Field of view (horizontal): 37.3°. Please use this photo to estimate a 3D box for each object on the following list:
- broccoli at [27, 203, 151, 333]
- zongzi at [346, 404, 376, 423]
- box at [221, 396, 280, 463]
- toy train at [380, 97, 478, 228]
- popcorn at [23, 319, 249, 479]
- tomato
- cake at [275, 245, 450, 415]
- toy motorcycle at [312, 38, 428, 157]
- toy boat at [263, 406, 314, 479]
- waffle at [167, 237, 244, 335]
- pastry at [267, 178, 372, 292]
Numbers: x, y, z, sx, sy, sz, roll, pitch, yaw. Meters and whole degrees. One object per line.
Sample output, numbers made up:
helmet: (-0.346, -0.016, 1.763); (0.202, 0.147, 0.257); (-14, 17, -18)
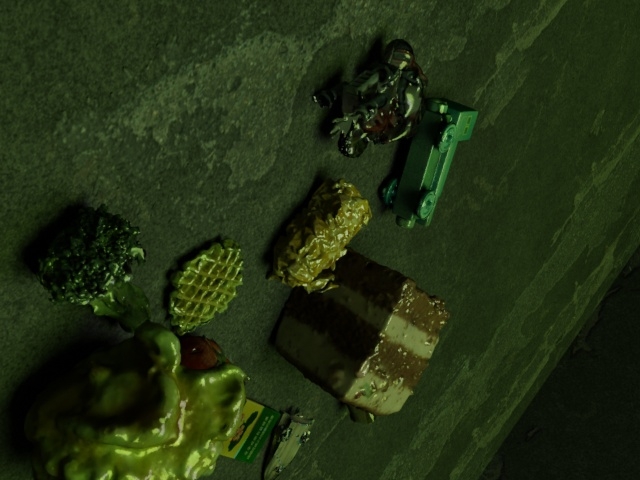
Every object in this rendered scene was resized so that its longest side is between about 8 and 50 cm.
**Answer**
broccoli: (-0.322, 0.070, 1.461); (0.165, 0.145, 0.304); (-49, 159, -15)
zongzi: (0.108, 0.339, 2.383); (0.178, 0.081, 0.189); (-63, 143, -45)
box: (-0.176, 0.395, 2.006); (0.132, 0.034, 0.235); (-59, 149, -5)
toy train: (0.245, -0.175, 2.127); (0.194, 0.120, 0.298); (-16, 126, -57)
popcorn: (-0.300, 0.299, 1.509); (0.335, 0.279, 0.274); (-39, 102, -32)
tomato: (-0.225, 0.267, 1.731); (0.167, 0.167, 0.167); (-36, 140, -37)
cake: (0.081, 0.184, 2.011); (0.290, 0.282, 0.255); (-57, 142, -2)
toy motorcycle: (0.097, -0.263, 1.816); (0.401, 0.134, 0.207); (-30, 136, -45)
toy boat: (-0.086, 0.485, 2.192); (0.084, 0.066, 0.210); (17, 111, -26)
waffle: (-0.207, 0.083, 1.719); (0.183, 0.036, 0.169); (-32, 140, -38)
pastry: (0.000, 0.000, 1.892); (0.250, 0.102, 0.154); (-55, 140, -10)
